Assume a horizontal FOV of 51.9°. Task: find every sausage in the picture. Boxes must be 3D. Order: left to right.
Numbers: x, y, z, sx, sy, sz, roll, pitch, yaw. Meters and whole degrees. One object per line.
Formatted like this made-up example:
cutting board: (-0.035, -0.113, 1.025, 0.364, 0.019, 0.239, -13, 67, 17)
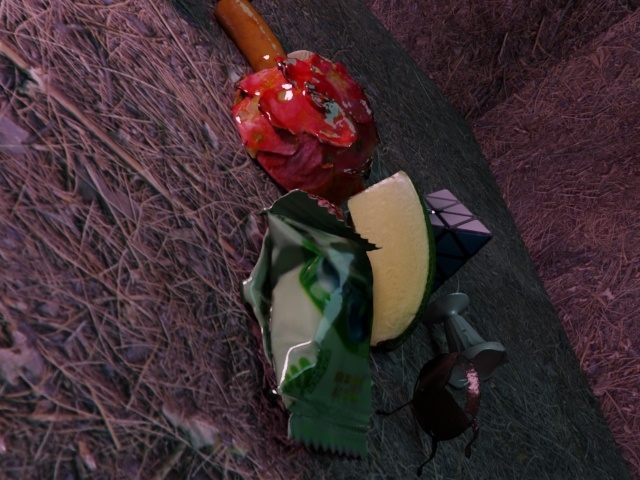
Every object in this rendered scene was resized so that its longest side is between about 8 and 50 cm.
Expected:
sausage: (-0.160, -0.495, 1.662, 0.271, 0.109, 0.109, 56, 24, 1)

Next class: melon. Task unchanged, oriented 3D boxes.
melon: (0.148, 0.065, 1.446, 0.226, 0.331, 0.344, -8, 70, -25)

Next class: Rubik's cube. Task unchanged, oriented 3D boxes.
Rubik's cube: (0.290, -0.012, 1.696, 0.233, 0.228, 0.228, 57, 5, 19)

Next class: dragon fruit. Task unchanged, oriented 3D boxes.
dragon fruit: (-0.005, -0.264, 1.507, 0.371, 0.249, 0.386, 5, 53, -55)

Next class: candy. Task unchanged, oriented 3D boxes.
candy: (0.007, 0.148, 1.092, 0.263, 0.172, 0.398, 23, 52, -45)

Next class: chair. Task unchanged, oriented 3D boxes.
chair: (0.228, 0.321, 1.284, 0.149, 0.174, 0.213, 52, 35, 1)

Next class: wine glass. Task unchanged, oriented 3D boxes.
wine glass: (0.346, 0.242, 1.621, 0.165, 0.165, 0.196, 27, 30, -48)

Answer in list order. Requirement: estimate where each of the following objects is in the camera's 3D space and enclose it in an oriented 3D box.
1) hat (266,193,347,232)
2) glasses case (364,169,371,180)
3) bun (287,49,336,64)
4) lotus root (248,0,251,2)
hat: (0.000, 0.000, 1.319, 0.237, 0.107, 0.286, 66, 25, -20)
glasses case: (0.087, -0.256, 1.829, 0.122, 0.082, 0.321, 57, 17, -23)
bun: (-0.013, -0.418, 1.816, 0.237, 0.116, 0.210, 20, 43, -17)
lotus root: (-0.261, -0.726, 1.709, 0.260, 0.145, 0.128, 47, -15, -25)
